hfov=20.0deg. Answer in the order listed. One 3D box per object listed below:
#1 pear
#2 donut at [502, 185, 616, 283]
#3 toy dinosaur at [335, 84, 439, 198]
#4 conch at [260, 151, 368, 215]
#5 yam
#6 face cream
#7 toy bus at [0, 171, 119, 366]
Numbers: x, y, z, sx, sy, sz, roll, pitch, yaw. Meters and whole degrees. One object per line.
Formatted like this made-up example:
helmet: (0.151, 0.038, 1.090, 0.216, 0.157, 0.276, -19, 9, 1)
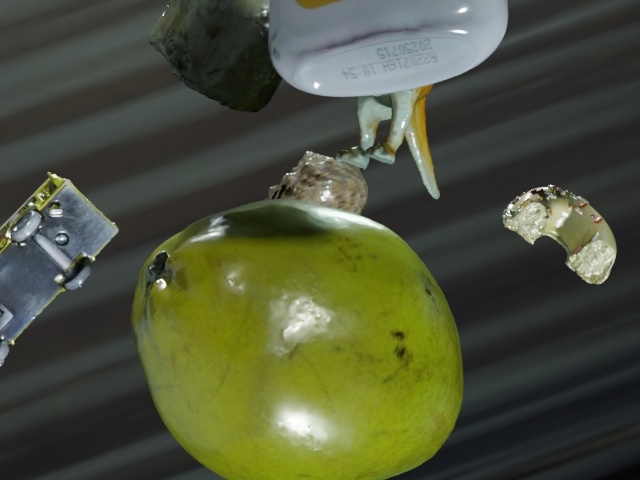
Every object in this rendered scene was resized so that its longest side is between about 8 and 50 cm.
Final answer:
pear: (-0.012, 0.079, 1.302, 0.269, 0.212, 0.212, 30, 21, -28)
donut: (0.331, -0.022, 2.451, 0.166, 0.065, 0.108, 31, 36, -5)
toy dinosaur: (0.053, -0.117, 1.224, 0.212, 0.057, 0.142, 37, 70, -71)
conch: (0.000, 0.000, 1.995, 0.155, 0.130, 0.207, 52, 26, -65)
yam: (-0.043, -0.206, 1.377, 0.107, 0.194, 0.107, 27, 18, -10)
face cream: (0.041, -0.220, 1.098, 0.071, 0.144, 0.291, 61, 26, -53)
toy bus: (-0.281, 0.047, 1.607, 0.081, 0.226, 0.074, 43, -4, -20)
